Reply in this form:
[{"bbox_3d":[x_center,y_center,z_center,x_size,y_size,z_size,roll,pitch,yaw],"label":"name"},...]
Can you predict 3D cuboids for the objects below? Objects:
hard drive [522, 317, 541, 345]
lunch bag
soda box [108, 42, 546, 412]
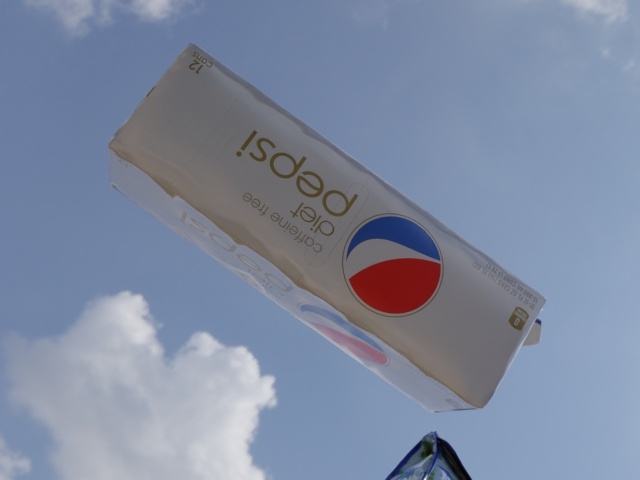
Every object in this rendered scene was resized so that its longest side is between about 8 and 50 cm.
[{"bbox_3d":[0.155,0.088,1.228,0.210,0.318,0.040,5,-83,-11],"label":"hard drive"},{"bbox_3d":[0.148,0.315,1.018,0.096,0.151,0.129,-32,-90,25],"label":"lunch bag"},{"bbox_3d":[0.000,0.000,0.430,0.216,0.069,0.074,35,-17,-4],"label":"soda box"}]
